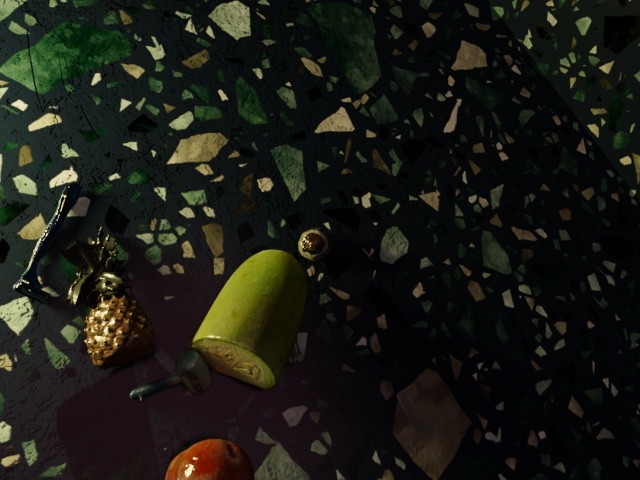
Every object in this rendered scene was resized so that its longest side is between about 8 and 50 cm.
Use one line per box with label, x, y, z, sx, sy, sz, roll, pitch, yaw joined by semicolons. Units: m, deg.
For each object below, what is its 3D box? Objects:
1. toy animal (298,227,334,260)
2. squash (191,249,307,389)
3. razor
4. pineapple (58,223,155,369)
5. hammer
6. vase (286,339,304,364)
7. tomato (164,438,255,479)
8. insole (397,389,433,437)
toy animal;0.000;0.000;1.390;0.137;0.098;0.098;-31;82;-26
squash;-0.163;0.181;1.226;0.234;0.210;0.309;16;49;10
razor;-0.684;-0.007;1.189;0.056;0.093;0.324;-3;62;18
pineapple;-0.531;0.129;1.145;0.166;0.165;0.364;-22;69;-24
hammer;-0.367;0.345;1.144;0.194;0.116;0.069;-22;39;-7
vase;-0.088;0.260;1.274;0.081;0.081;0.148;-7;77;-21
tomato;-0.240;0.561;1.032;0.189;0.232;0.232;12;65;-33
insole;0.270;0.496;1.342;0.053;0.002;0.152;-29;81;-25
